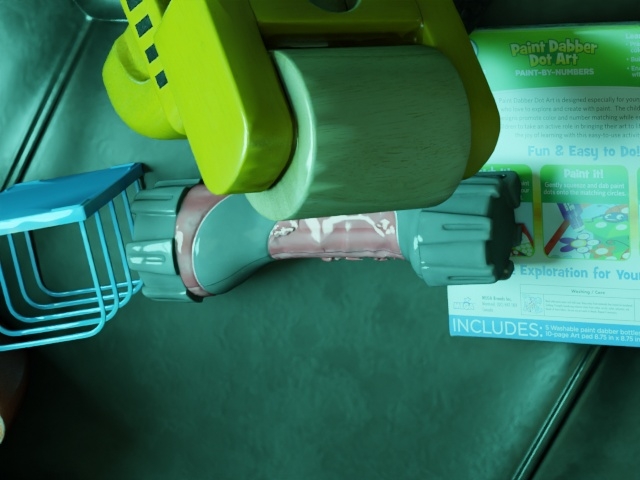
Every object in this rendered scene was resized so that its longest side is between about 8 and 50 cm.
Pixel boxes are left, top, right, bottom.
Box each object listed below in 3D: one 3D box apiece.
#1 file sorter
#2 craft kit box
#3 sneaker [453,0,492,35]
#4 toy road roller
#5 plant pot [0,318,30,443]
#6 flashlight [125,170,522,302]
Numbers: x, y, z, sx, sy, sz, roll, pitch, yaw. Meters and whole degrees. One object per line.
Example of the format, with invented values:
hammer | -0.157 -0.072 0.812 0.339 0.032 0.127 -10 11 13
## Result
file sorter | -0.211 0.012 1.429 0.118 0.170 0.105 -9 103 12
craft kit box | 0.211 -0.044 1.360 0.249 0.061 0.247 3 104 31
sneaker | 0.113 -0.255 1.363 0.235 0.084 0.097 -52 47 -3
toy road roller | -0.040 -0.127 1.307 0.240 0.202 0.330 -56 48 47
plant pot | -0.392 0.116 1.445 0.267 0.236 0.267 44 104 -1
flashlight | 0.000 0.000 1.388 0.304 0.103 0.103 1 103 25
